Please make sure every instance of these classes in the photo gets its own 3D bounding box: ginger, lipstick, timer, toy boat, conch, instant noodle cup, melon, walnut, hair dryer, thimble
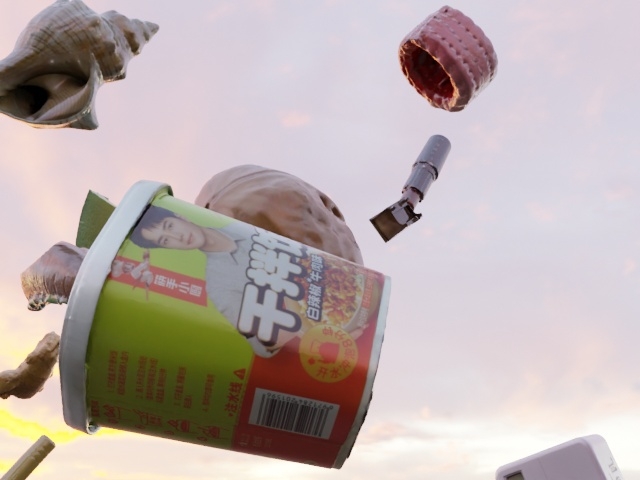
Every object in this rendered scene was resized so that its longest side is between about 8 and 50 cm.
[{"bbox_3d":[-0.695,0.321,1.744,0.115,0.205,0.081,55,-10,-20],"label":"ginger"},{"bbox_3d":[0.287,-0.184,1.997,0.081,0.300,0.081,19,-39,16],"label":"lipstick"},{"bbox_3d":[0.474,0.491,1.364,0.194,0.192,0.195,-30,-24,23],"label":"timer"},{"bbox_3d":[-0.348,0.051,0.982,0.099,0.108,0.293,53,-27,-19],"label":"toy boat"},{"bbox_3d":[-0.430,-0.266,1.170,0.386,0.203,0.169,-35,-6,-10],"label":"conch"},{"bbox_3d":[-0.094,0.111,0.814,0.307,0.294,0.294,16,-22,0],"label":"instant noodle cup"},{"bbox_3d":[-0.442,0.029,1.463,0.113,0.262,0.053,2,-9,11],"label":"melon"},{"bbox_3d":[-0.089,0.023,1.460,0.308,0.354,0.398,-44,-42,6],"label":"walnut"},{"bbox_3d":[-0.659,0.508,1.456,0.134,0.279,0.090,19,-42,23],"label":"hair dryer"},{"bbox_3d":[0.256,-0.362,1.452,0.190,0.125,0.163,50,-19,-11],"label":"thimble"}]

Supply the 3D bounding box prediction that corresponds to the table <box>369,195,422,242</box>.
[{"bbox_3d":[0.181,-0.054,1.693,0.083,0.070,0.082,-30,-6,-44],"label":"table"}]
